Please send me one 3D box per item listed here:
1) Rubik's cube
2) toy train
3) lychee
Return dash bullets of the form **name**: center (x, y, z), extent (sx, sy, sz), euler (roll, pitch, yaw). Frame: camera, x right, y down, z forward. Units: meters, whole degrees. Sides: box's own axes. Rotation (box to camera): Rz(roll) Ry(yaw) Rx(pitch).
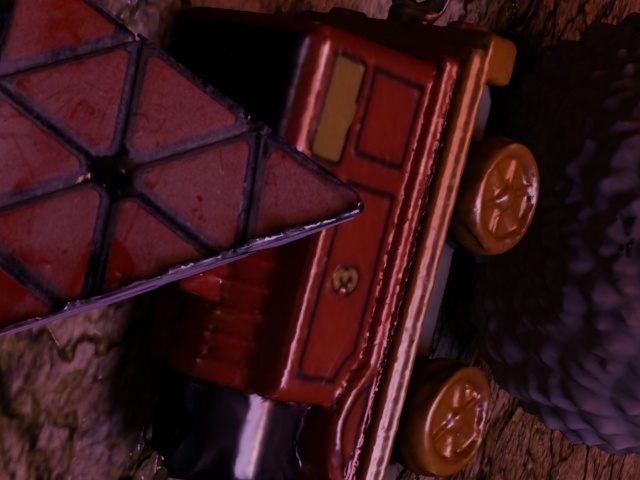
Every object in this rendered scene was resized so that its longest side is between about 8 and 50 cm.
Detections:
- **Rubik's cube**: center (-0.131, 0.012, 0.701), extent (0.190, 0.211, 0.178), euler (-44, 168, -27)
- **toy train**: center (0.000, 0.000, 0.854), extent (0.232, 0.163, 0.369), euler (14, 90, -48)
- **lychee**: center (0.310, 0.002, 1.182), extent (0.432, 0.380, 0.380), euler (8, 97, -19)
